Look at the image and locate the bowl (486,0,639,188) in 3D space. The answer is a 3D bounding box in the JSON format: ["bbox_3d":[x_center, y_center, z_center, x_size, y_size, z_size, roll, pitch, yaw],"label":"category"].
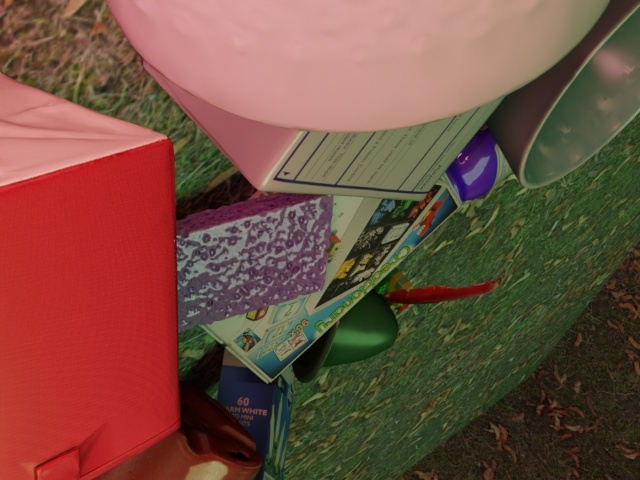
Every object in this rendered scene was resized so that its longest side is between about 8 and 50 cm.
[{"bbox_3d":[0.272,-0.224,1.045,0.311,0.163,0.311,-36,158,-17],"label":"bowl"}]

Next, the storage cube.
[{"bbox_3d":[-0.208,0.030,0.548,0.215,0.184,0.193,-22,125,-42],"label":"storage cube"}]

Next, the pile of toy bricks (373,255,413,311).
[{"bbox_3d":[0.087,0.048,1.306,0.118,0.105,0.212,-31,156,-29],"label":"pile of toy bricks"}]

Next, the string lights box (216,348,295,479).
[{"bbox_3d":[-0.091,0.261,1.223,0.133,0.077,0.259,69,26,-68],"label":"string lights box"}]

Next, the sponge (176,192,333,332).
[{"bbox_3d":[-0.087,0.021,0.935,0.210,0.031,0.117,-15,128,-27],"label":"sponge"}]

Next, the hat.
[{"bbox_3d":[0.082,0.113,1.209,0.208,0.184,0.173,156,-51,-71],"label":"hat"}]

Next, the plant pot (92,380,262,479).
[{"bbox_3d":[-0.216,0.274,1.011,0.265,0.272,0.272,-53,159,2],"label":"plant pot"}]

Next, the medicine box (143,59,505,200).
[{"bbox_3d":[0.057,-0.177,0.764,0.263,0.149,0.289,-52,158,20],"label":"medicine box"}]

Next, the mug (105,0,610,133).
[{"bbox_3d":[-0.043,-0.238,0.367,0.374,0.276,0.328,-11,149,0],"label":"mug"}]

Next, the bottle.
[{"bbox_3d":[0.193,-0.112,1.212,0.283,0.092,0.118,-37,154,-17],"label":"bottle"}]

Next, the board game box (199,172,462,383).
[{"bbox_3d":[0.000,0.000,1.047,0.305,0.053,0.193,-42,138,-3],"label":"board game box"}]
